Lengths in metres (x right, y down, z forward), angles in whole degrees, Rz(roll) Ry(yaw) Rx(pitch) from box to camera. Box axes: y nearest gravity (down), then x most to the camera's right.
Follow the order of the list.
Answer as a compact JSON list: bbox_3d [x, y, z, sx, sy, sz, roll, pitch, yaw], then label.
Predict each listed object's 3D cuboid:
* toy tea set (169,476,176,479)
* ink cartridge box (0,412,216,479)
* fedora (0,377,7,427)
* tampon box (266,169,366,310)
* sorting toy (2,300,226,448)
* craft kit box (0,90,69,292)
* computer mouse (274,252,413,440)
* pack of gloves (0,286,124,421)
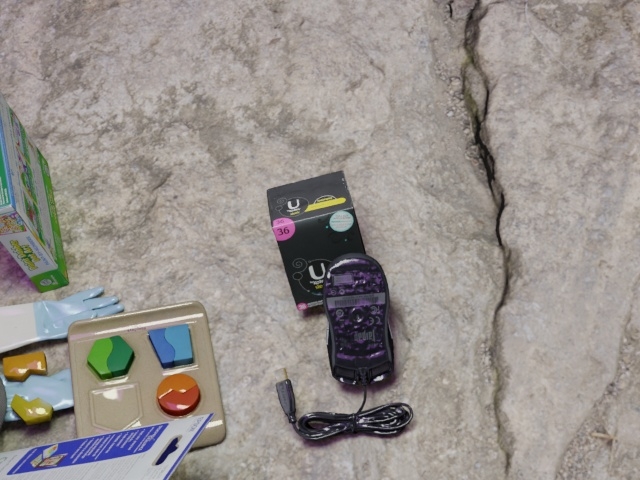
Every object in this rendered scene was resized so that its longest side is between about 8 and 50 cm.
[{"bbox_3d":[-0.210,0.444,1.509,0.124,0.200,0.336,-34,49,31],"label":"toy tea set"},{"bbox_3d":[-0.319,0.323,1.570,0.370,0.069,0.176,-16,17,23],"label":"ink cartridge box"},{"bbox_3d":[-0.559,0.220,1.712,0.275,0.124,0.244,25,94,25],"label":"fedora"},{"bbox_3d":[0.000,0.000,1.737,0.120,0.161,0.101,-15,37,2],"label":"tampon box"},{"bbox_3d":[-0.305,0.210,1.728,0.307,0.041,0.229,-10,59,-6],"label":"sorting toy"},{"bbox_3d":[-0.470,-0.083,1.833,0.060,0.247,0.250,-19,59,2],"label":"craft kit box"},{"bbox_3d":[0.021,0.157,1.694,0.184,0.060,0.262,-11,84,1],"label":"computer mouse"},{"bbox_3d":[-0.399,0.176,1.800,0.232,0.046,0.195,-12,58,-8],"label":"pack of gloves"}]
